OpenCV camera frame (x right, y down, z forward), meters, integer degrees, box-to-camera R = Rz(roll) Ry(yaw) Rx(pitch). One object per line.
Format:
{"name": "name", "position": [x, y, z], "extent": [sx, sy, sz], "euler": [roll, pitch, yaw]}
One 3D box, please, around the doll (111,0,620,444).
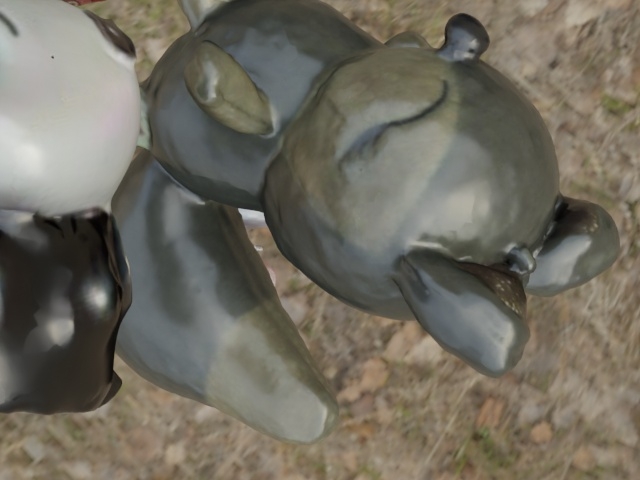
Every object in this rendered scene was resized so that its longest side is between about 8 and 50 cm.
{"name": "doll", "position": [0.022, -0.009, 1.203], "extent": [0.382, 0.252, 0.379], "euler": [40, 137, 23]}

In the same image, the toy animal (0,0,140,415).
{"name": "toy animal", "position": [-0.212, -0.021, 0.962], "extent": [0.212, 0.212, 0.267], "euler": [-2, 92, 22]}

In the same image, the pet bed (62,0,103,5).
{"name": "pet bed", "position": [-0.252, -0.357, 1.894], "extent": [0.201, 0.201, 0.053], "euler": [-16, 135, 26]}

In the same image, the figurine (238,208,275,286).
{"name": "figurine", "position": [-0.102, -0.081, 2.077], "extent": [0.253, 0.211, 0.361], "euler": [22, 100, 23]}
